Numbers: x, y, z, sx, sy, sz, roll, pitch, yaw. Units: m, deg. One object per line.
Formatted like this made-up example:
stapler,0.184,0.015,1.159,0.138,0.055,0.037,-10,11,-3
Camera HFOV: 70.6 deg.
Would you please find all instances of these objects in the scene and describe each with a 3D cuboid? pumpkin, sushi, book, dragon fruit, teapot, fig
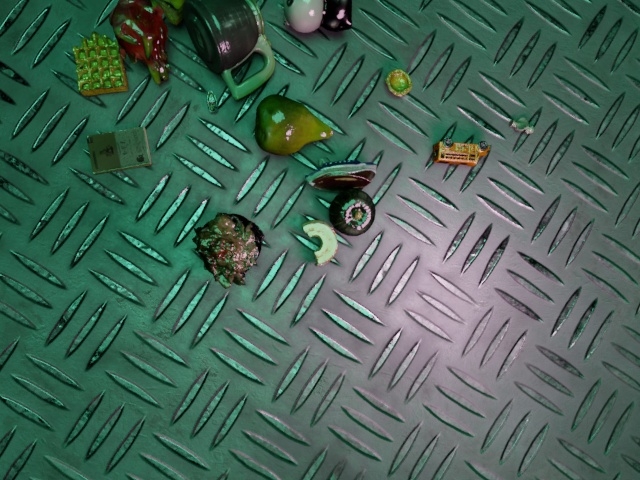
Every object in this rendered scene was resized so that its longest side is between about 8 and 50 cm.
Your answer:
pumpkin,0.112,-0.099,1.586,0.167,0.125,0.167,1,93,10
sushi,-0.304,0.020,1.494,0.238,0.219,0.225,37,88,-2
book,-0.699,-0.313,1.572,0.198,0.016,0.139,-11,88,-6
dragon fruit,-0.597,-0.687,1.535,0.198,0.269,0.200,-14,50,8
teapot,-0.288,-0.686,1.527,0.239,0.239,0.322,-32,86,-17
fig,-0.087,-0.397,1.568,0.275,0.206,0.206,-3,87,-20

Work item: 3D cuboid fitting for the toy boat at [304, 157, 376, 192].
toy boat,0.074,-0.245,1.606,0.262,0.114,0.115,-1,56,-5

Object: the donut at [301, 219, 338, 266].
donut,0.005,0.001,1.601,0.108,0.065,0.166,-20,88,-6

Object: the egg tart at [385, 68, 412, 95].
egg tart,0.288,-0.581,1.670,0.105,0.039,0.105,0,87,-5

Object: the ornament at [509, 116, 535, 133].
ornament,0.765,-0.434,1.710,0.092,0.041,0.068,41,61,9

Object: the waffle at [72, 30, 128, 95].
waffle,-0.765,-0.615,1.560,0.160,0.055,0.211,-11,89,-7

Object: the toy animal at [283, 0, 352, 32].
toy animal,-0.013,-0.819,1.578,0.235,0.187,0.165,-5,78,-8

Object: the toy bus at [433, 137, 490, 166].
toy bus,0.516,-0.320,1.659,0.194,0.083,0.088,4,90,-3

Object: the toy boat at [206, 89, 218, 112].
toy boat,-0.385,-0.493,1.602,0.038,0.038,0.083,-11,89,-6

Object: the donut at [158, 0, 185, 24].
donut,-0.532,-0.868,1.561,0.259,0.101,0.152,39,67,9
